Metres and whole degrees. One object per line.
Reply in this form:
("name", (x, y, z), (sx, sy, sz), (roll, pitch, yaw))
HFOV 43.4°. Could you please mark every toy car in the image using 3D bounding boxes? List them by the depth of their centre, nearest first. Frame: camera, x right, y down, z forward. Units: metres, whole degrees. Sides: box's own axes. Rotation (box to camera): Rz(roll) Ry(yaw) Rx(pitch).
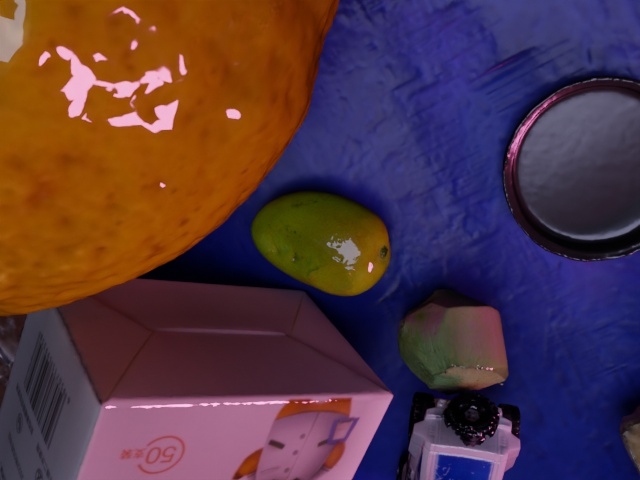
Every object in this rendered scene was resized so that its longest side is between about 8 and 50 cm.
("toy car", (0.103, 0.174, 0.617), (0.080, 0.070, 0.170), (8, 139, 4))

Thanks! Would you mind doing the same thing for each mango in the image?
("mango", (0.000, 0.000, 0.606), (0.108, 0.056, 0.073), (11, 104, 6))

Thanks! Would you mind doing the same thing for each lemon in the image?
("lemon", (-0.165, -0.135, 0.435), (0.387, 0.350, 0.349), (-8, 108, 3))

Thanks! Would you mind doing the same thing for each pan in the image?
("pan", (0.246, -0.032, 0.577), (0.235, 0.028, 0.136), (22, 111, 3))

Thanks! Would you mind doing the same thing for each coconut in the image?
("coconut", (0.099, 0.076, 0.609), (0.082, 0.083, 0.081), (-22, 66, 26))

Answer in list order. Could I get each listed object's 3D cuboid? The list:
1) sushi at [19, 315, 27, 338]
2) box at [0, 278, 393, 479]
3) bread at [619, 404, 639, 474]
("sushi", (-0.186, 0.073, 0.641), (0.098, 0.084, 0.094), (-28, 105, 10))
("box", (-0.126, 0.207, 0.597), (0.225, 0.143, 0.341), (7, 117, -36))
("bread", (0.305, 0.155, 0.604), (0.125, 0.082, 0.106), (-32, 76, 25))
